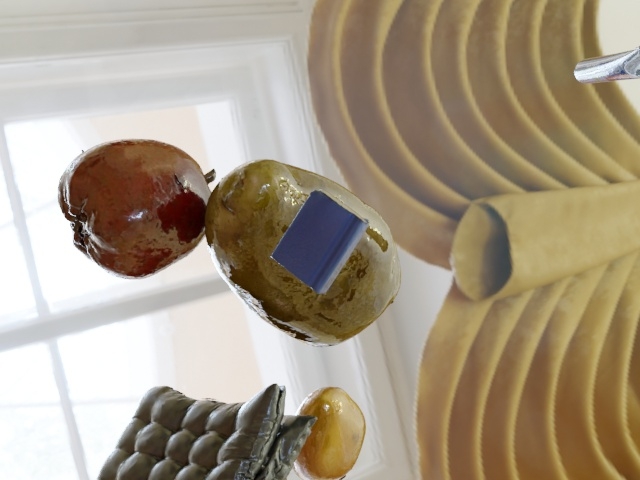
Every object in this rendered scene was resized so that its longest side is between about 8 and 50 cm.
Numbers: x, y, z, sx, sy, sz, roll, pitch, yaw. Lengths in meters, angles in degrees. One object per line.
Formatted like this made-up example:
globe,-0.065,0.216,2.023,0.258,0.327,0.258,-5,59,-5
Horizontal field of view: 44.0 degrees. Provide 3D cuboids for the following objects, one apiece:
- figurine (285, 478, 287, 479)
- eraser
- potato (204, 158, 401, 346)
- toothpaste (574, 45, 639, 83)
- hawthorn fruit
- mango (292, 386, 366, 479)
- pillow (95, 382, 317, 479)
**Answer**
figurine,-0.101,0.361,1.271,0.185,0.127,0.234,51,-31,14
eraser,0.000,0.000,0.770,0.063,0.027,0.084,37,-79,21
potato,-0.016,0.021,1.023,0.195,0.369,0.176,-8,-119,28
toothpaste,0.314,-0.186,0.848,0.045,0.028,0.170,42,1,-12
hawthorn fruit,-0.219,-0.049,1.005,0.185,0.202,0.185,46,-32,39
mango,0.007,0.392,1.609,0.138,0.187,0.257,47,-13,32
pillow,-0.175,0.305,1.056,0.326,0.228,0.101,-10,-49,45
